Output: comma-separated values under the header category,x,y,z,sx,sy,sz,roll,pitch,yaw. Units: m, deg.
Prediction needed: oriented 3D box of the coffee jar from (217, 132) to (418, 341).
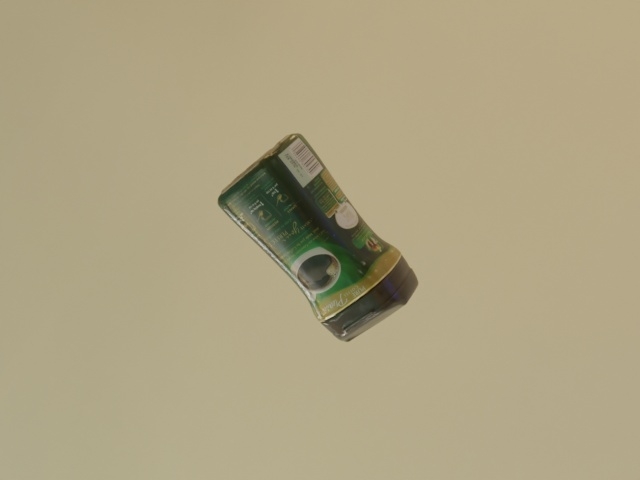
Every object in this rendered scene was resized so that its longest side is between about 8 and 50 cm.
category,x,y,z,sx,sy,sz,roll,pitch,yaw
coffee jar,0.000,0.000,0.979,0.096,0.079,0.184,-36,-84,33
